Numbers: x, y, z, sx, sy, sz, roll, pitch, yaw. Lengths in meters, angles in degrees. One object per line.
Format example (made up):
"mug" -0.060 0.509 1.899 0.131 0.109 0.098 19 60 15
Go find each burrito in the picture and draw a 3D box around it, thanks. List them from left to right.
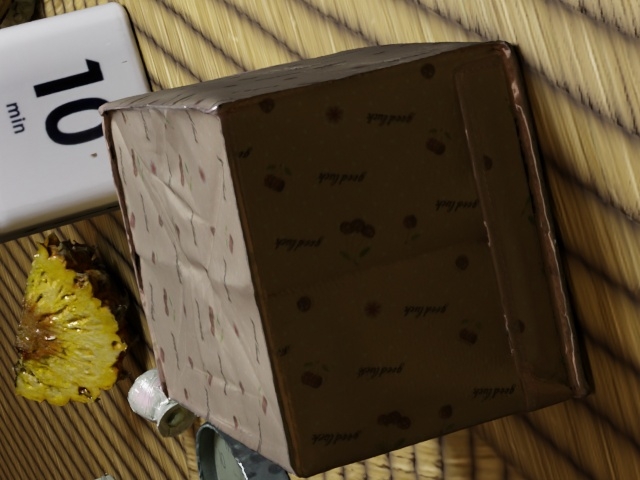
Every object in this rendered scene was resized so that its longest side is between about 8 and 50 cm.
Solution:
"burrito" -0.367 -0.281 2.142 0.055 0.041 0.149 56 155 9

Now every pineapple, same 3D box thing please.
"pineapple" -0.272 0.085 2.132 0.164 0.140 0.250 -60 -12 -57

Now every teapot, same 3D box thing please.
"teapot" -0.167 0.172 1.947 0.064 0.064 0.083 47 117 39

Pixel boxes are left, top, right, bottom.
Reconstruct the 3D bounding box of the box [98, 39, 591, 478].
"box" 0.000 0.000 1.127 0.297 0.190 0.225 -171 67 -69

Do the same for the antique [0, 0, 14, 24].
"antique" -0.433 -0.316 2.053 0.147 0.152 0.148 -55 45 24

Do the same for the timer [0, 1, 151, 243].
"timer" -0.280 -0.113 1.802 0.194 0.195 0.192 161 92 -72

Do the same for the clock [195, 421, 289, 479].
"clock" -0.068 0.275 1.771 0.215 0.042 0.215 164 90 -71

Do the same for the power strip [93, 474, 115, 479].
"power strip" -0.268 0.495 2.518 0.106 0.043 0.367 -151 47 -63
